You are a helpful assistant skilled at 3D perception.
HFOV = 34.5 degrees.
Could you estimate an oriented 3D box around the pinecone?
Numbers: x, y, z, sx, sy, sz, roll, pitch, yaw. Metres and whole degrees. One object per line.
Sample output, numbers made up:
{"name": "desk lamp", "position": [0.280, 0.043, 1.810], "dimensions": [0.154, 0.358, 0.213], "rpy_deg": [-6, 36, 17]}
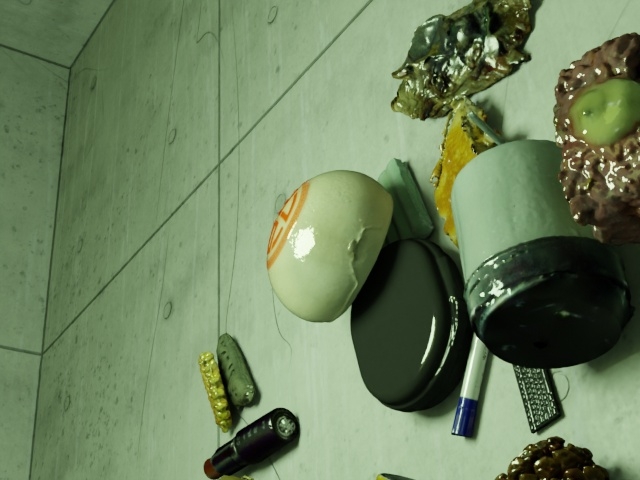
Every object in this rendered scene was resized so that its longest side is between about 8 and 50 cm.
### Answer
{"name": "pinecone", "position": [0.303, 0.330, 1.333], "dimensions": [0.173, 0.174, 0.173], "rpy_deg": [-35, 47, 48]}

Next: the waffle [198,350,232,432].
{"name": "waffle", "position": [-0.236, 0.333, 2.300], "dimensions": [0.191, 0.038, 0.191], "rpy_deg": [164, 90, -79]}

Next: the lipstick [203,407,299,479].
{"name": "lipstick", "position": [-0.151, 0.429, 2.129], "dimensions": [0.300, 0.081, 0.081], "rpy_deg": [-41, 43, 43]}

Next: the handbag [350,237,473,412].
{"name": "handbag", "position": [0.155, 0.139, 1.738], "dimensions": [0.254, 0.093, 0.308], "rpy_deg": [-49, 37, 34]}

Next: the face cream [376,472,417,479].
{"name": "face cream", "position": [0.098, 0.549, 1.615], "dimensions": [0.105, 0.105, 0.348], "rpy_deg": [7, 81, 61]}

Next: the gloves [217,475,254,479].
{"name": "gloves", "position": [-0.160, 0.547, 1.972], "dimensions": [0.154, 0.141, 0.331], "rpy_deg": [65, 171, -9]}

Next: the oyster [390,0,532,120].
{"name": "oyster", "position": [0.239, -0.359, 1.854], "dimensions": [0.361, 0.096, 0.221], "rpy_deg": [-28, 46, 49]}

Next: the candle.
{"name": "candle", "position": [0.298, -0.006, 1.442], "dimensions": [0.221, 0.221, 0.342], "rpy_deg": [-44, 37, 41]}

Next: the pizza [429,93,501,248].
{"name": "pizza", "position": [0.251, -0.121, 1.729], "dimensions": [0.297, 0.071, 0.189], "rpy_deg": [-101, 27, -45]}

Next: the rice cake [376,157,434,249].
{"name": "rice cake", "position": [0.130, -0.039, 1.927], "dimensions": [0.189, 0.037, 0.198], "rpy_deg": [-50, 37, 38]}

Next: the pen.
{"name": "pen", "position": [0.249, 0.177, 1.620], "dimensions": [0.033, 0.033, 0.269], "rpy_deg": [1, 76, 60]}

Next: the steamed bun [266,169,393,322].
{"name": "steamed bun", "position": [0.000, 0.000, 1.842], "dimensions": [0.283, 0.177, 0.283], "rpy_deg": [-63, 7, 15]}

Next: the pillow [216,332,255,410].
{"name": "pillow", "position": [-0.195, 0.303, 2.302], "dimensions": [0.241, 0.051, 0.093], "rpy_deg": [-126, 46, -54]}

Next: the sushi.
{"name": "sushi", "position": [0.408, -0.128, 1.303], "dimensions": [0.171, 0.236, 0.270], "rpy_deg": [-20, 55, 46]}

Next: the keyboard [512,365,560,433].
{"name": "keyboard", "position": [0.309, 0.183, 1.530], "dimensions": [0.061, 0.013, 0.204], "rpy_deg": [-47, 39, 38]}
